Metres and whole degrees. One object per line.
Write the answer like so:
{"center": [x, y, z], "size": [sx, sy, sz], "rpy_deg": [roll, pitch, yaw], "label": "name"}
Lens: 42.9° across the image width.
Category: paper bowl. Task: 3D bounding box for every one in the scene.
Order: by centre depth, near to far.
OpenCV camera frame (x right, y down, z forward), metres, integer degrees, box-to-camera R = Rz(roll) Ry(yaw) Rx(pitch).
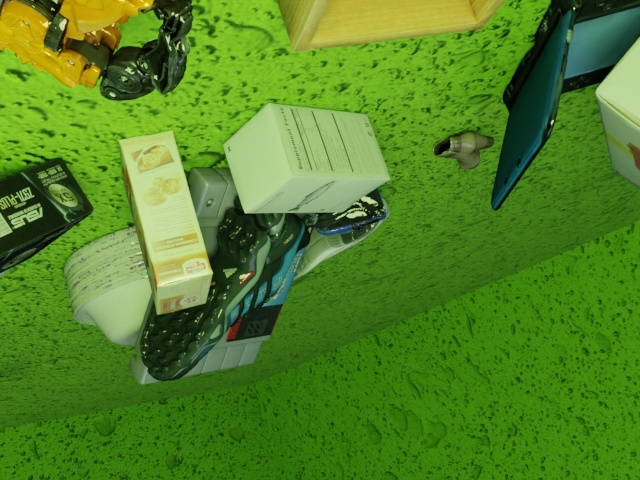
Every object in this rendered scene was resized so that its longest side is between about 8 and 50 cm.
{"center": [-0.268, 0.080, 1.348], "size": [0.284, 0.148, 0.284], "rpy_deg": [-17, 167, -4], "label": "paper bowl"}

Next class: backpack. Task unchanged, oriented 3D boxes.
{"center": [0.037, -0.056, 1.305], "size": [0.120, 0.097, 0.101], "rpy_deg": [-19, 169, 1], "label": "backpack"}

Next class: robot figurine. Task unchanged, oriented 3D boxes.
{"center": [-0.153, -0.195, 0.494], "size": [0.211, 0.085, 0.291], "rpy_deg": [29, 152, -14], "label": "robot figurine"}

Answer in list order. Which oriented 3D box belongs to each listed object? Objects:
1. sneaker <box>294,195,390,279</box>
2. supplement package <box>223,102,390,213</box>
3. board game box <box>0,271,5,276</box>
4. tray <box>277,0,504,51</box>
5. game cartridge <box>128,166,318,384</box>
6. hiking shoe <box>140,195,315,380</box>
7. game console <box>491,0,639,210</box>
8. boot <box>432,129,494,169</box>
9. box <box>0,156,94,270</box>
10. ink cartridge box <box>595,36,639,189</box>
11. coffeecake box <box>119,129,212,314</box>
{"center": [0.000, 0.000, 1.458], "size": [0.297, 0.110, 0.129], "rpy_deg": [-23, 170, 24], "label": "sneaker"}
{"center": [-0.016, -0.102, 1.055], "size": [0.179, 0.105, 0.105], "rpy_deg": [-3, 158, -44], "label": "supplement package"}
{"center": [-0.506, 0.043, 1.183], "size": [0.090, 0.020, 0.090], "rpy_deg": [-5, 161, -42], "label": "board game box"}
{"center": [0.114, -0.290, 0.594], "size": [0.203, 0.076, 0.411], "rpy_deg": [-12, 163, -21], "label": "tray"}
{"center": [-0.137, 0.056, 1.227], "size": [0.230, 0.068, 0.354], "rpy_deg": [-1, 124, -39], "label": "game cartridge"}
{"center": [-0.121, 0.079, 1.123], "size": [0.304, 0.113, 0.132], "rpy_deg": [-52, 142, 6], "label": "hiking shoe"}
{"center": [0.333, -0.186, 1.029], "size": [0.250, 0.173, 0.293], "rpy_deg": [-16, 166, -5], "label": "game console"}
{"center": [0.222, -0.145, 1.321], "size": [0.087, 0.042, 0.118], "rpy_deg": [-5, 161, -21], "label": "boot"}
{"center": [-0.374, -0.007, 0.918], "size": [0.147, 0.077, 0.180], "rpy_deg": [-28, -175, 35], "label": "box"}
{"center": [0.505, -0.195, 1.018], "size": [0.279, 0.160, 0.385], "rpy_deg": [-52, 158, 8], "label": "ink cartridge box"}
{"center": [-0.191, -0.018, 1.001], "size": [0.068, 0.185, 0.142], "rpy_deg": [-14, 164, -16], "label": "coffeecake box"}
